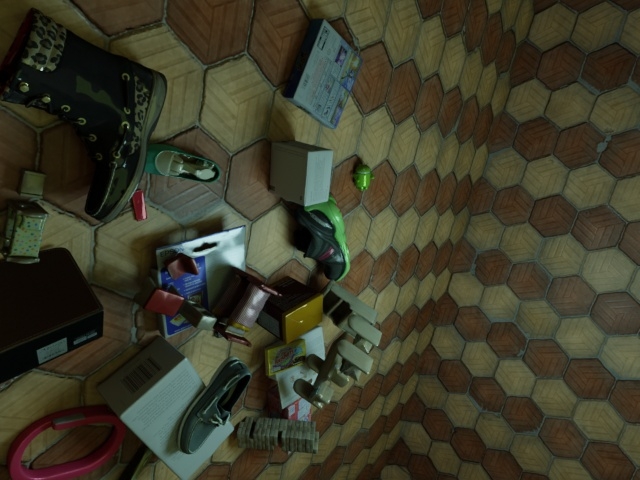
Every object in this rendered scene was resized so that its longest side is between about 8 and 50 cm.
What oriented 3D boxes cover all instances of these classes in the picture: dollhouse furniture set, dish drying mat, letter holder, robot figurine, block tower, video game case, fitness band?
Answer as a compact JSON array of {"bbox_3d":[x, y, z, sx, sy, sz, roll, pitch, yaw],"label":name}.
[{"bbox_3d":[0.043,0.389,1.611,0.362,0.256,0.394,-53,-178,41],"label":"dollhouse furniture set"},{"bbox_3d":[-0.484,-0.093,1.074,0.032,0.008,0.083,-25,126,-41],"label":"dish drying mat"},{"bbox_3d":[-0.655,-0.057,0.813,0.161,0.101,0.182,7,104,-51],"label":"dollhouse furniture set"},{"bbox_3d":[-0.682,0.169,0.887,0.302,0.214,0.152,-26,159,-41],"label":"letter holder"},{"bbox_3d":[0.180,-0.273,1.718,0.101,0.067,0.115,-16,121,-31],"label":"robot figurine"},{"bbox_3d":[-0.315,0.166,1.189,0.374,0.152,0.201,36,81,-52],"label":"dollhouse furniture set"},{"bbox_3d":[-0.175,0.818,1.694,0.091,0.335,0.097,-80,173,-63],"label":"block tower"},{"bbox_3d":[0.014,-0.558,1.375,0.244,0.061,0.269,18,95,-51],"label":"video game case"},{"bbox_3d":[-0.706,0.577,1.136,0.291,0.054,0.209,17,98,-51],"label":"fitness band"}]

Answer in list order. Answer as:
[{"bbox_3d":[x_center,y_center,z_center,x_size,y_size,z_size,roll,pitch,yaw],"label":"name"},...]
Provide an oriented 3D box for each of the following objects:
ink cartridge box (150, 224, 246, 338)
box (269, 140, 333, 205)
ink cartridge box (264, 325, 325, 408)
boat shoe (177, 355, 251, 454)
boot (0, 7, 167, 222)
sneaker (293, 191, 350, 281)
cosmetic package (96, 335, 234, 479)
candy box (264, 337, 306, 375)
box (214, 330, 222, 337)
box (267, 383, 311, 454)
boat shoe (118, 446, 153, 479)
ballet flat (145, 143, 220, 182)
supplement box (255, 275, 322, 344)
[{"bbox_3d":[-0.374,0.115,1.271,0.303,0.072,0.307,-19,121,-42],"label":"ink cartridge box"},{"bbox_3d":[-0.068,-0.230,1.352,0.119,0.181,0.182,-18,122,-44],"label":"box"},{"bbox_3d":[-0.097,0.543,1.765,0.296,0.066,0.261,-15,102,-45],"label":"ink cartridge box"},{"bbox_3d":[-0.327,0.526,1.255,0.319,0.099,0.116,-60,144,-14],"label":"boat shoe"},{"bbox_3d":[-0.512,-0.248,0.852,0.284,0.138,0.377,22,88,-54],"label":"boot"},{"bbox_3d":[0.000,0.000,1.601,0.202,0.185,0.483,-16,139,-1],"label":"sneaker"},{"bbox_3d":[-0.476,0.550,1.298,0.230,0.161,0.453,-41,136,-31],"label":"cosmetic package"},{"bbox_3d":[-0.141,0.477,1.654,0.206,0.027,0.105,-4,89,-46],"label":"candy box"},{"bbox_3d":[-0.338,0.313,1.454,0.083,0.018,0.067,-1,110,-50],"label":"box"},{"bbox_3d":[-0.140,0.796,1.844,0.154,0.142,0.300,-24,126,-41],"label":"box"},{"bbox_3d":[-0.615,0.766,1.339,0.048,0.056,0.153,46,66,-46],"label":"boat shoe"},{"bbox_3d":[-0.372,-0.204,1.083,0.247,0.087,0.083,3,107,-50],"label":"ballet flat"},{"bbox_3d":[-0.125,0.258,1.534,0.191,0.194,0.129,-25,126,-41],"label":"supplement box"}]
